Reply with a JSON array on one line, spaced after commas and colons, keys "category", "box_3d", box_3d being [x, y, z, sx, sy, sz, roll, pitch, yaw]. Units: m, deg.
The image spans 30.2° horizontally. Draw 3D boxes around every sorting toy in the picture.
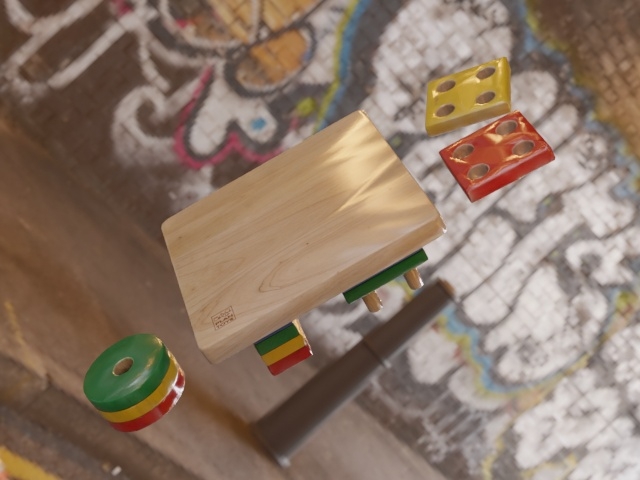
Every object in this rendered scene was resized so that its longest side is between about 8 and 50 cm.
[{"category": "sorting toy", "box_3d": [0.000, 0.000, 0.630, 0.046, 0.275, 0.132, 59, 1, -33]}]
